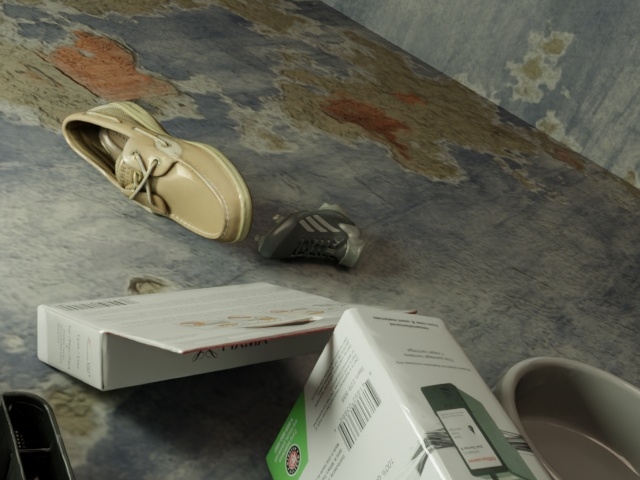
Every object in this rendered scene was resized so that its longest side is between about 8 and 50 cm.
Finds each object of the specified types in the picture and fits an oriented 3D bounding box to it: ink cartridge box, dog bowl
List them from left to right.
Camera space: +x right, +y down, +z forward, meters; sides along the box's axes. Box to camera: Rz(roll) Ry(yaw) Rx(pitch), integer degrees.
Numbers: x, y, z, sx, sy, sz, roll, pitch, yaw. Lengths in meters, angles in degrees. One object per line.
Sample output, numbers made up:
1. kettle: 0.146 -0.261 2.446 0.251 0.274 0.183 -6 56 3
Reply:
1. ink cartridge box: -0.094 0.099 0.897 0.296 0.066 0.261 -4 8 -42
2. ink cartridge box: 0.080 0.234 0.774 0.122 0.211 0.289 10 32 -31
3. dog bowl: 0.329 0.272 1.026 0.349 0.102 0.349 19 27 -10

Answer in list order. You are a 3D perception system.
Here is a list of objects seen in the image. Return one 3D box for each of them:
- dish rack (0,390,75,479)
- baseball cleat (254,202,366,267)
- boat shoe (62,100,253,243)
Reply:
1. dish rack: -0.316 0.213 0.635 0.271 0.074 0.208 4 33 -35
2. baseball cleat: 0.000 0.000 1.269 0.109 0.072 0.206 42 35 16
3. boat shoe: -0.229 -0.088 1.200 0.341 0.121 0.110 32 31 35
